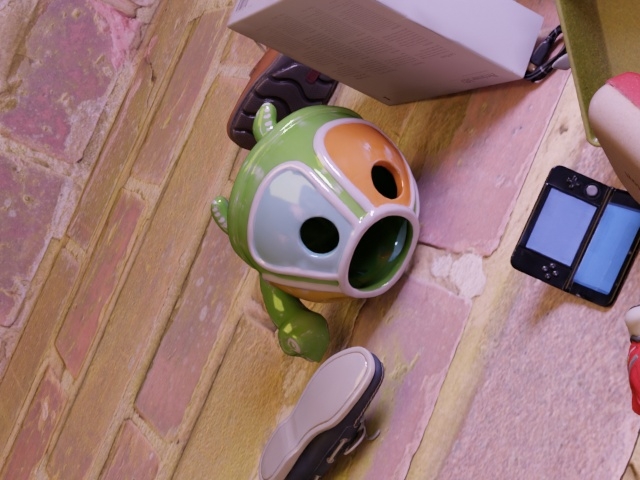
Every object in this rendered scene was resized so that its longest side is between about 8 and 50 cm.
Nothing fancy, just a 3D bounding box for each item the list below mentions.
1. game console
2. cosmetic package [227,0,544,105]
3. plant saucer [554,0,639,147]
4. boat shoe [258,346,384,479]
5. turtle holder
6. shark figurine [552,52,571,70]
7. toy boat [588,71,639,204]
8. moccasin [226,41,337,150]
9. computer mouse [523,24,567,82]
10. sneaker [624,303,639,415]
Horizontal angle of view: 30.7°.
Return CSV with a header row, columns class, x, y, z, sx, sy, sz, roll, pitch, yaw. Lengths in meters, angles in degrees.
class,x,y,z,sx,sy,sz,roll,pitch,yaw
game console,0.270,-0.007,1.208,0.071,0.107,0.122,21,-87,-87
cosmetic package,0.072,-0.291,1.558,0.377,0.284,0.097,3,69,66
plant saucer,0.333,-0.191,1.140,0.188,0.188,0.045,0,23,46
boat shoe,0.013,0.235,1.481,0.254,0.079,0.095,-56,30,26
turtle holder,-0.007,-0.011,1.550,0.320,0.243,0.227,-52,50,3
shark figurine,0.368,-0.261,1.189,0.278,0.116,0.166,-18,52,55
toy boat,0.356,-0.082,1.044,0.151,0.151,0.231,-35,35,5
moccasin,-0.036,-0.321,1.983,0.380,0.139,0.147,-60,25,12
computer mouse,0.310,-0.302,1.415,0.242,0.041,0.071,-61,27,12
sneaker,0.308,0.106,0.932,0.279,0.107,0.118,63,-145,-79
